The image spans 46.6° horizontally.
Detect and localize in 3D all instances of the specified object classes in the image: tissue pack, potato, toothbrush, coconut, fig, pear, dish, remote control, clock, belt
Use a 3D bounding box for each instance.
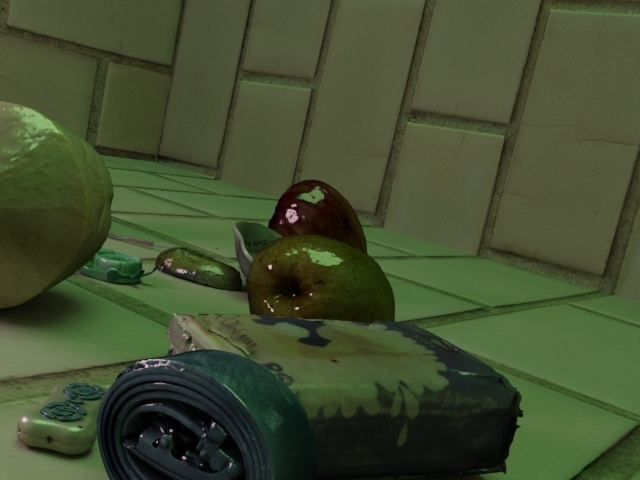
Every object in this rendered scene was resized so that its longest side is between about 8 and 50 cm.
[{"bbox_3d":[0.013,0.169,0.829,0.344,0.125,0.242,6,11,-27],"label":"tissue pack"},{"bbox_3d":[-0.247,0.052,1.523,0.198,0.054,0.119,18,7,33],"label":"potato"},{"bbox_3d":[-0.405,0.007,1.716,0.194,0.017,0.014,14,9,16],"label":"toothbrush"},{"bbox_3d":[-0.457,-0.046,1.060,0.329,0.328,0.329,12,8,-2],"label":"coconut"},{"bbox_3d":[-0.009,-0.007,1.703,0.263,0.224,0.224,53,-7,-21],"label":"fig"},{"bbox_3d":[-0.005,0.089,1.129,0.229,0.188,0.211,19,8,29],"label":"pear"},{"bbox_3d":[-0.101,0.058,1.507,0.229,0.081,0.229,34,16,-11],"label":"dish"},{"bbox_3d":[-0.246,0.172,0.737,0.074,0.032,0.122,13,9,-1],"label":"remote control"},{"bbox_3d":[-0.373,0.049,1.376,0.135,0.041,0.101,15,8,17],"label":"clock"},{"bbox_3d":[-0.097,0.166,0.619,0.190,0.141,0.082,14,6,30],"label":"belt"}]
